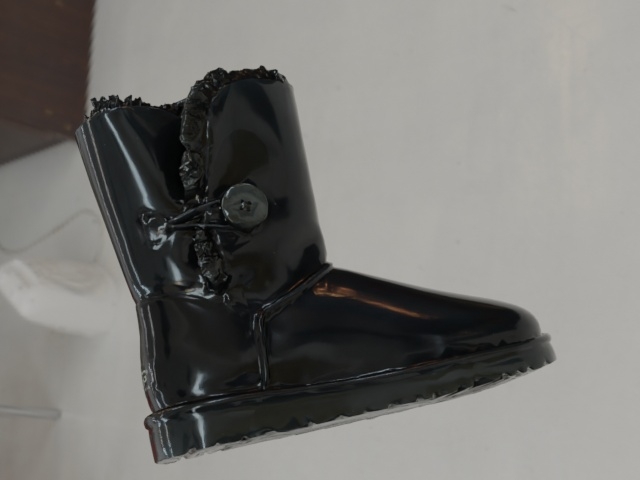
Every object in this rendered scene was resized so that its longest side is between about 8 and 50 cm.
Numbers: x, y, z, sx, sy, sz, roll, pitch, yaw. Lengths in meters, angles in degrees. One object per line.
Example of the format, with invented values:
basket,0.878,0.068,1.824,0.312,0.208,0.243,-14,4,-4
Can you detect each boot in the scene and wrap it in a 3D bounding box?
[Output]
boot,0.000,0.000,0.637,0.094,0.246,0.207,136,123,-70
